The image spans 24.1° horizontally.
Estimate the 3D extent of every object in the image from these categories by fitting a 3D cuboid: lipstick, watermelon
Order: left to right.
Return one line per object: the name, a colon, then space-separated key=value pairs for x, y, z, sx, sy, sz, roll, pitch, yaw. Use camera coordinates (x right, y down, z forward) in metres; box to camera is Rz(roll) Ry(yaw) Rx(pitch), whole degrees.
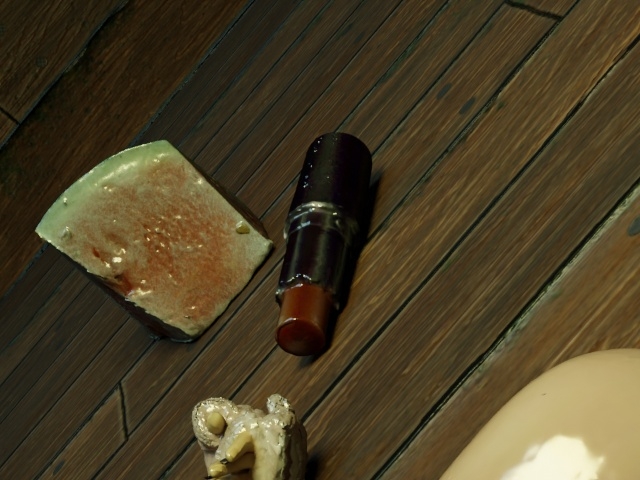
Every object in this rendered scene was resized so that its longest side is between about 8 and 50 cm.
watermelon: x=-0.188 y=0.018 z=1.805 sx=0.213 sy=0.262 sz=0.201 roll=-46 pitch=45 yaw=3
lipstick: x=0.000 y=0.000 z=1.513 sx=0.081 sy=0.081 sz=0.299 roll=-39 pitch=23 yaw=34

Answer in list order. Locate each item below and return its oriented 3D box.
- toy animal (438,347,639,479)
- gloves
toy animal: x=0.104 y=0.191 z=0.641 sx=0.326 sy=0.237 sz=0.269 roll=-51 pitch=5 yaw=-13
gloves: x=-0.056 y=0.178 z=1.248 sx=0.094 sy=0.110 sz=0.144 roll=-9 pitch=15 yaw=-9
